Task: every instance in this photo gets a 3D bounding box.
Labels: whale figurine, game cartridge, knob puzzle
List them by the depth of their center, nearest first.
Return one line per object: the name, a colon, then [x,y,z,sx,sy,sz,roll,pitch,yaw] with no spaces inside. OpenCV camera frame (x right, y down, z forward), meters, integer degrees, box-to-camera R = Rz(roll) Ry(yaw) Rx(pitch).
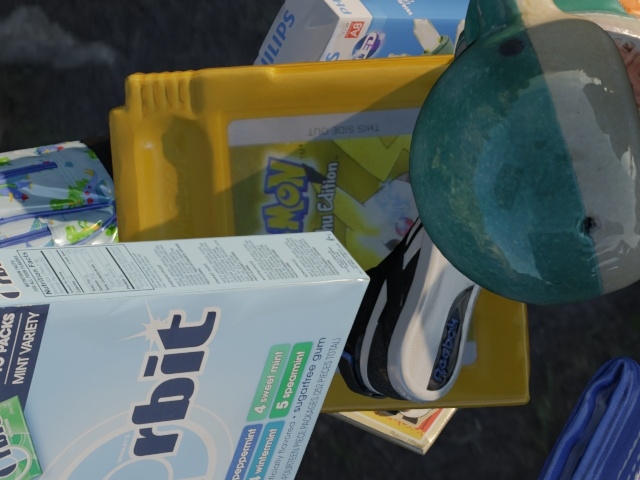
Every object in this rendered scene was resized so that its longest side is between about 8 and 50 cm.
whale figurine: [0.118,-0.070,1.117,0.141,0.272,0.216,-18,122,3]
game cartridge: [0.000,0.000,1.425,0.323,0.053,0.285,-4,100,2]
knob puzzle: [0.070,0.105,1.766,0.213,0.213,0.030,-5,135,-8]

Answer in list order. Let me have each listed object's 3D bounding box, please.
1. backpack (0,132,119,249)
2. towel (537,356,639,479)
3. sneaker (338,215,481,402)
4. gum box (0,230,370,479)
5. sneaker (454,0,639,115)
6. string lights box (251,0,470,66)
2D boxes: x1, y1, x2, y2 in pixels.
backpack: [-0.349,0.056,1.735,0.355,0.273,0.290,2,128,-27]
towel: [0.145,0.235,1.057,0.243,0.040,0.336,-59,152,-20]
sneaker: [0.068,0.013,1.315,0.079,0.121,0.217,36,69,-32]
gum box: [-0.084,0.074,0.794,0.184,0.041,0.157,-2,127,-34]
sneaker: [0.240,-0.164,1.346,0.302,0.121,0.108,-4,140,-9]
string lights box: [0.064,-0.185,1.726,0.259,0.077,0.133,-7,137,-43]
